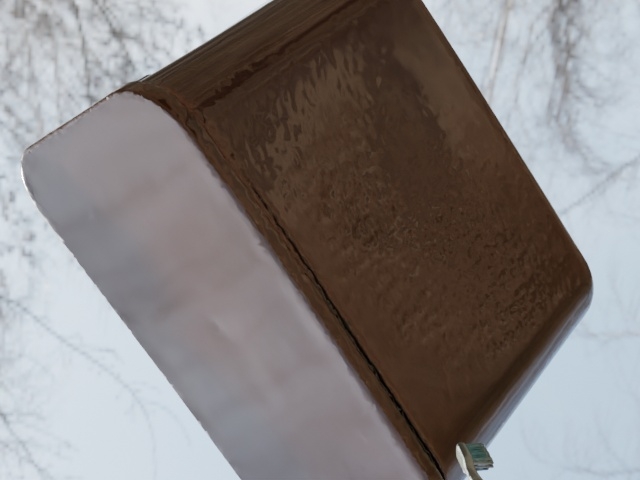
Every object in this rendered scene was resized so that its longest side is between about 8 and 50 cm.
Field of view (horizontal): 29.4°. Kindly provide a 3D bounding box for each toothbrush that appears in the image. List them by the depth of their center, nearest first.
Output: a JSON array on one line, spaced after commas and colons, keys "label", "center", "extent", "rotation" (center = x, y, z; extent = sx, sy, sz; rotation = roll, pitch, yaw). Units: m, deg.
[{"label": "toothbrush", "center": [0.083, 0.121, 0.508], "extent": [0.017, 0.014, 0.162], "rotation": [-5, -164, -7]}]

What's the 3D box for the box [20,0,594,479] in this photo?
[{"label": "box", "center": [0.000, 0.000, 0.875], "extent": [0.229, 0.339, 0.239], "rotation": [-42, -166, -33]}]
